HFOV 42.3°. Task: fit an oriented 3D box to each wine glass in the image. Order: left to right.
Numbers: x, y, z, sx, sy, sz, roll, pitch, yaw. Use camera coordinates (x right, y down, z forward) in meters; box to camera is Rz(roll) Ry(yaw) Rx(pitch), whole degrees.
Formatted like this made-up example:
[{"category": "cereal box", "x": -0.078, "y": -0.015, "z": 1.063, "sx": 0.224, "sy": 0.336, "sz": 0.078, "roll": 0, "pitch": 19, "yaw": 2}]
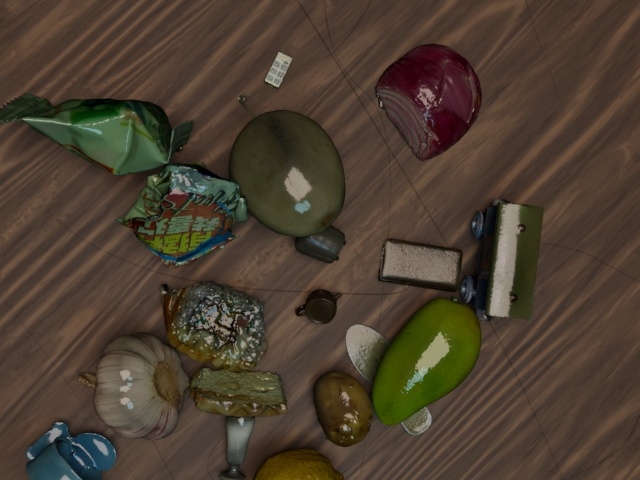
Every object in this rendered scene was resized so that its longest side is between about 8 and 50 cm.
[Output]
[{"category": "wine glass", "x": -0.197, "y": 0.484, "z": 1.946, "sx": 0.072, "sy": 0.072, "sz": 0.155, "roll": 8, "pitch": 90, "yaw": -8}]

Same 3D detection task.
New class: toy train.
[{"category": "toy train", "x": 0.424, "y": 0.046, "z": 1.965, "sx": 0.131, "sy": 0.202, "sz": 0.300, "roll": 7, "pitch": 89, "yaw": -9}]

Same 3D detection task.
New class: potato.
[{"category": "potato", "x": 0.053, "y": 0.397, "z": 1.953, "sx": 0.137, "sy": 0.137, "sz": 0.176, "roll": -6, "pitch": 76, "yaw": -8}]

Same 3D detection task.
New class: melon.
[{"category": "melon", "x": -0.076, "y": -0.151, "z": 1.860, "sx": 0.271, "sy": 0.272, "sz": 0.308, "roll": -5, "pitch": 53, "yaw": -8}]

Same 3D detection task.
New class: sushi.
[{"category": "sushi", "x": -0.247, "y": 0.188, "z": 1.901, "sx": 0.274, "sy": 0.139, "sz": 0.184, "roll": 23, "pitch": 85, "yaw": -14}]

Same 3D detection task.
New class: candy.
[{"category": "candy", "x": -0.492, "y": -0.248, "z": 1.802, "sx": 0.397, "sy": 0.263, "sz": 0.172, "roll": 16, "pitch": 99, "yaw": -8}]

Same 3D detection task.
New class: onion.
[{"category": "onion", "x": 0.281, "y": -0.352, "z": 1.991, "sx": 0.247, "sy": 0.111, "sz": 0.250, "roll": -36, "pitch": 93, "yaw": -5}]

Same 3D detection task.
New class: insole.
[{"category": "insole", "x": 0.168, "y": 0.340, "z": 2.030, "sx": 0.109, "sy": 0.007, "sz": 0.322, "roll": -34, "pitch": 94, "yaw": -6}]

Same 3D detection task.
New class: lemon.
[{"category": "lemon", "x": -0.056, "y": 0.576, "z": 1.906, "sx": 0.231, "sy": 0.192, "sz": 0.192, "roll": -9, "pitch": 92, "yaw": -16}]

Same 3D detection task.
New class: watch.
[{"category": "watch", "x": -0.566, "y": 0.516, "z": 1.832, "sx": 0.211, "sy": 0.193, "sz": 0.211, "roll": 0, "pitch": 91, "yaw": -10}]

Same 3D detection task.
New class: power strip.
[{"category": "power strip", "x": -0.101, "y": -0.408, "z": 1.980, "sx": 0.040, "sy": 0.016, "sz": 0.090, "roll": 26, "pitch": 87, "yaw": -7}]

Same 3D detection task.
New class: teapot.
[{"category": "teapot", "x": -0.005, "y": 0.154, "z": 1.976, "sx": 0.121, "sy": 0.068, "sz": 0.076, "roll": -20, "pitch": 115, "yaw": 14}]

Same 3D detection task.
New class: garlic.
[{"category": "garlic", "x": -0.443, "y": 0.323, "z": 1.863, "sx": 0.253, "sy": 0.245, "sz": 0.245, "roll": -6, "pitch": 92, "yaw": 27}]

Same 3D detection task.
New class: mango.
[{"category": "mango", "x": 0.249, "y": 0.293, "z": 1.966, "sx": 0.192, "sy": 0.156, "sz": 0.343, "roll": 40, "pitch": 87, "yaw": -2}]

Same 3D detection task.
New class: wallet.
[{"category": "wallet", "x": 0.245, "y": 0.060, "z": 2.025, "sx": 0.198, "sy": 0.031, "sz": 0.110, "roll": 8, "pitch": 89, "yaw": -8}]

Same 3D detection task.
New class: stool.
[{"category": "stool", "x": 0.000, "y": 0.000, "z": 1.959, "sx": 0.110, "sy": 0.096, "sz": 0.096, "roll": 26, "pitch": 87, "yaw": -13}]

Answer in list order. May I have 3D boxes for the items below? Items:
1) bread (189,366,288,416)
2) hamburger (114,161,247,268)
[{"category": "bread", "x": -0.190, "y": 0.359, "z": 1.929, "sx": 0.232, "sy": 0.128, "sz": 0.088, "roll": 7, "pitch": 124, "yaw": -10}, {"category": "hamburger", "x": -0.294, "y": -0.079, "z": 1.844, "sx": 0.260, "sy": 0.150, "sz": 0.276, "roll": 28, "pitch": 122, "yaw": -33}]
